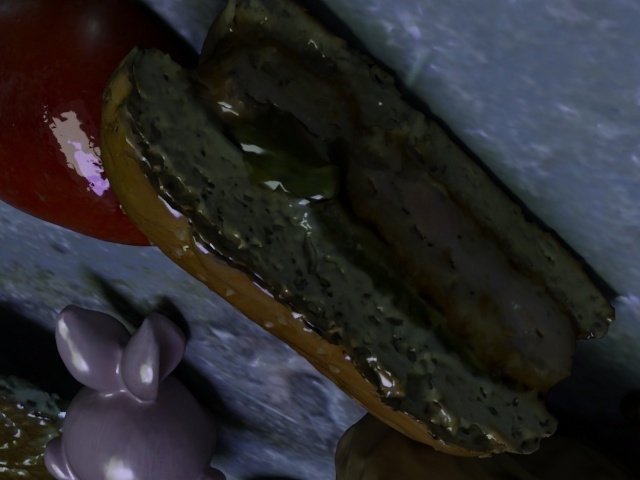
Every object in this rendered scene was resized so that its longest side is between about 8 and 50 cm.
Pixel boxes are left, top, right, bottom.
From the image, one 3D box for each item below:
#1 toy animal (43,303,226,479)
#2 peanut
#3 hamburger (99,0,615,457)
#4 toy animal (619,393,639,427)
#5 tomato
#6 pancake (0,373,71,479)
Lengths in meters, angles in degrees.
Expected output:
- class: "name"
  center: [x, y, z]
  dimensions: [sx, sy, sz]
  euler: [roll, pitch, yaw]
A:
- class: "toy animal"
  center: [-0.115, 0.121, 1.248]
  dimensions: [0.124, 0.124, 0.213]
  euler: [21, 118, 21]
- class: "peanut"
  center: [0.107, 0.156, 0.978]
  dimensions: [0.233, 0.110, 0.197]
  euler: [15, -168, -26]
- class: "hamburger"
  center: [0.000, 0.000, 0.885]
  dimensions: [0.262, 0.124, 0.131]
  euler: [44, 151, -18]
- class: "toy animal"
  center: [0.256, 0.176, 0.977]
  dimensions: [0.224, 0.066, 0.230]
  euler: [37, 169, 36]
- class: "tomato"
  center: [-0.128, -0.049, 0.984]
  dimensions: [0.174, 0.082, 0.166]
  euler: [-4, 136, 46]
- class: "pancake"
  center: [-0.237, 0.128, 1.357]
  dimensions: [0.197, 0.054, 0.376]
  euler: [-11, 141, 36]
